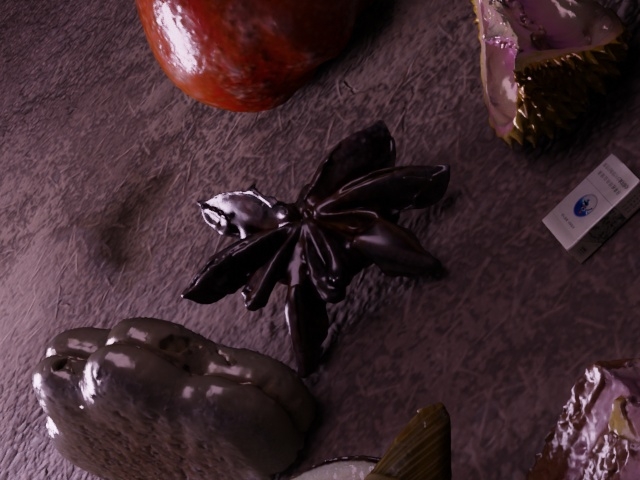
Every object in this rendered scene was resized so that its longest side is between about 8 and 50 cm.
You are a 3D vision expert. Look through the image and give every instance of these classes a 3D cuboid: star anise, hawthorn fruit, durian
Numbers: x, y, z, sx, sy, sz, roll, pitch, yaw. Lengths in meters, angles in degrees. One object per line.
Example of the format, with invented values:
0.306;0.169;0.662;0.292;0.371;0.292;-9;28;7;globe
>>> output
0.001;-0.004;1.409;0.282;0.129;0.212;-33;42;13;star anise
-0.074;-0.294;1.666;0.284;0.284;0.284;-32;37;29;hawthorn fruit
0.193;-0.172;1.318;0.165;0.132;0.182;-50;28;-12;durian

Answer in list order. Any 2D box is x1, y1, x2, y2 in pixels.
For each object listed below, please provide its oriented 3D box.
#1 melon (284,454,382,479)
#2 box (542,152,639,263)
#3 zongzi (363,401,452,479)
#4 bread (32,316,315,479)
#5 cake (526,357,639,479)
-0.002;0.235;1.240;0.182;0.054;0.098;-47;39;9;melon
0.229;-0.027;1.229;0.083;0.024;0.054;-44;35;10;box
0.068;0.284;1.011;0.288;0.134;0.286;-59;36;5;zongzi
-0.165;0.149;1.412;0.337;0.183;0.102;-12;42;45;bread
0.177;0.199;1.004;0.295;0.112;0.116;-55;29;18;cake
